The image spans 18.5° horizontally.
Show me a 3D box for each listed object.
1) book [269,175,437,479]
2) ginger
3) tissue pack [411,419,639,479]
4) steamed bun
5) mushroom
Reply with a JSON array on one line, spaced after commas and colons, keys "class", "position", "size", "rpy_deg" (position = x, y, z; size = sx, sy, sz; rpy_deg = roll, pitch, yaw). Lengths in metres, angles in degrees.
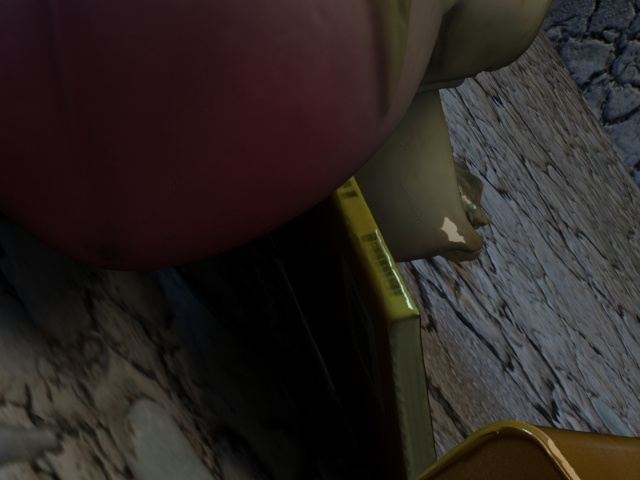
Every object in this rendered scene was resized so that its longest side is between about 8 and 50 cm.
[{"class": "book", "position": [0.000, 0.000, 1.182], "size": [0.262, 0.028, 0.374], "rpy_deg": [79, -9, -48]}, {"class": "ginger", "position": [0.106, -0.061, 1.857], "size": [0.149, 0.065, 0.258], "rpy_deg": [50, 16, -3]}, {"class": "tissue pack", "position": [0.095, 0.192, 0.929], "size": [0.145, 0.194, 0.274], "rpy_deg": [54, 12, 19]}, {"class": "steamed bun", "position": [-0.080, -0.116, 0.941], "size": [0.309, 0.309, 0.309], "rpy_deg": [49, 14, -17]}, {"class": "mushroom", "position": [0.027, -0.142, 1.445], "size": [0.314, 0.314, 0.336], "rpy_deg": [-82, 162, -71]}]
